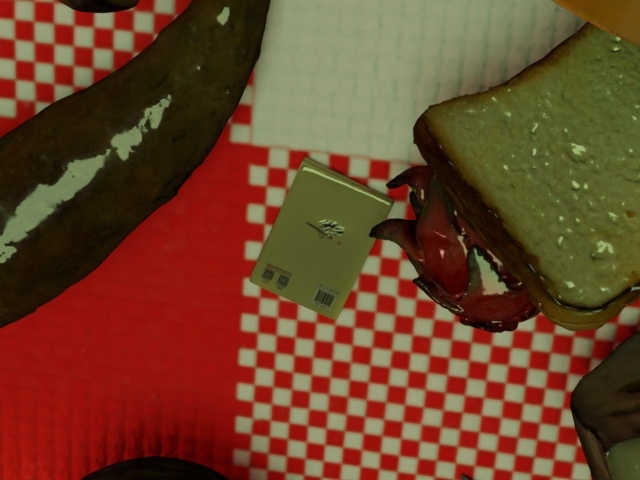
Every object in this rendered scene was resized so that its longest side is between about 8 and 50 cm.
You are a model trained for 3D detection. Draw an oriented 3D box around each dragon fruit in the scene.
[{"bbox_3d":[0.121,-0.005,0.853,0.142,0.130,0.121,48,142,-10],"label":"dragon fruit"}]

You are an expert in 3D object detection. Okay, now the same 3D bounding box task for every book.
[{"bbox_3d":[0.000,0.000,0.920,0.077,0.014,0.111,25,111,-2],"label":"book"}]

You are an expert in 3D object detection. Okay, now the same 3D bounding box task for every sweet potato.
[{"bbox_3d":[-0.177,-0.057,0.877,0.422,0.130,0.130,-40,99,12],"label":"sweet potato"}]

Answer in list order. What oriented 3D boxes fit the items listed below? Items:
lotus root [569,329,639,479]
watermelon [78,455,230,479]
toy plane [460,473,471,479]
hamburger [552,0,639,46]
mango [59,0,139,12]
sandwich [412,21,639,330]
[{"bbox_3d":[0.341,0.175,0.865,0.267,0.149,0.260,-25,108,-2],"label":"lotus root"},{"bbox_3d":[-0.134,0.273,0.935,0.212,0.212,0.212,3,109,8],"label":"watermelon"},{"bbox_3d":[0.129,0.312,0.985,0.226,0.058,0.226,14,101,6],"label":"toy plane"},{"bbox_3d":[0.233,-0.210,0.619,0.274,0.274,0.212,23,115,0],"label":"hamburger"},{"bbox_3d":[-0.201,-0.302,0.761,0.175,0.176,0.329,-27,108,29],"label":"mango"},{"bbox_3d":[0.194,-0.063,0.773,0.214,0.065,0.186,-36,79,-8],"label":"sandwich"}]
